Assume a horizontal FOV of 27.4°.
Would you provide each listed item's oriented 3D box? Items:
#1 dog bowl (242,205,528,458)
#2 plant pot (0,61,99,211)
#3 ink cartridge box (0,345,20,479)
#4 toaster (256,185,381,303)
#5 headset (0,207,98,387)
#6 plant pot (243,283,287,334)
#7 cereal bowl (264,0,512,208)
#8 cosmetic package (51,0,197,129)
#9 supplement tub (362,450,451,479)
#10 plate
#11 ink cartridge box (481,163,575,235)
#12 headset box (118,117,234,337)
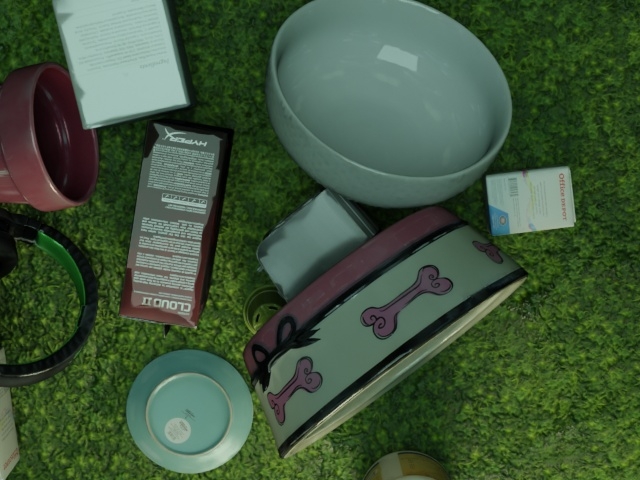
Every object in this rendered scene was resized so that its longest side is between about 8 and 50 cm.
[{"bbox_3d":[0.072,0.112,1.746,0.408,0.408,0.150,-37,81,3],"label":"dog bowl"},{"bbox_3d":[-0.429,-0.132,1.807,0.180,0.201,0.201,-9,97,15],"label":"plant pot"},{"bbox_3d":[-0.513,0.254,1.869,0.127,0.128,0.176,-8,96,-1],"label":"ink cartridge box"},{"bbox_3d":[0.000,0.000,1.831,0.186,0.168,0.110,-39,95,4],"label":"toaster"},{"bbox_3d":[-0.509,0.069,1.805,0.394,0.185,0.243,20,57,-14],"label":"headset"},{"bbox_3d":[-0.071,0.110,1.886,0.083,0.079,0.083,0,97,-1],"label":"plant pot"},{"bbox_3d":[0.081,-0.172,1.776,0.339,0.339,0.141,18,140,-3],"label":"cereal bowl"},{"bbox_3d":[-0.265,-0.256,1.805,0.151,0.151,0.183,-12,95,1],"label":"cosmetic package"},{"bbox_3d":[0.130,0.391,1.860,0.144,0.199,0.144,0,97,-1],"label":"supplement tub"},{"bbox_3d":[-0.193,0.254,1.928,0.188,0.024,0.188,0,96,-2],"label":"plate"},{"bbox_3d":[0.299,-0.059,1.888,0.122,0.052,0.088,-6,97,1],"label":"ink cartridge box"},{"bbox_3d":[-0.197,-0.016,1.800,0.110,0.218,0.293,9,95,-2],"label":"headset box"}]
